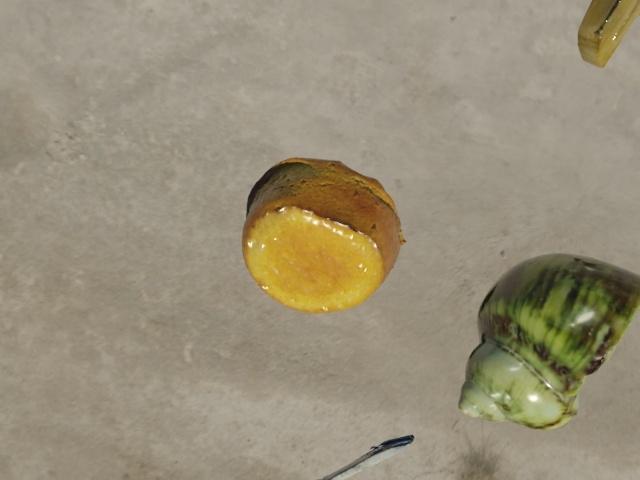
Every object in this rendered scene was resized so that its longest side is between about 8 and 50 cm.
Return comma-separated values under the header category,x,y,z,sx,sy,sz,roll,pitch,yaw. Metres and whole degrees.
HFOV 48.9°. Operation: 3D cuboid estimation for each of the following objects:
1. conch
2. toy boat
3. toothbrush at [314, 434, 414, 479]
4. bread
category,x,y,z,sx,sy,sz,roll,pitch,yaw
conch,0.215,0.100,0.688,0.124,0.187,0.181,21,80,3
toy boat,0.412,-0.333,0.911,0.068,0.088,0.226,46,120,44
toothbrush,0.031,0.437,1.310,0.042,0.035,0.413,50,128,2
bread,-0.006,-0.001,1.308,0.312,0.172,0.312,8,127,11
